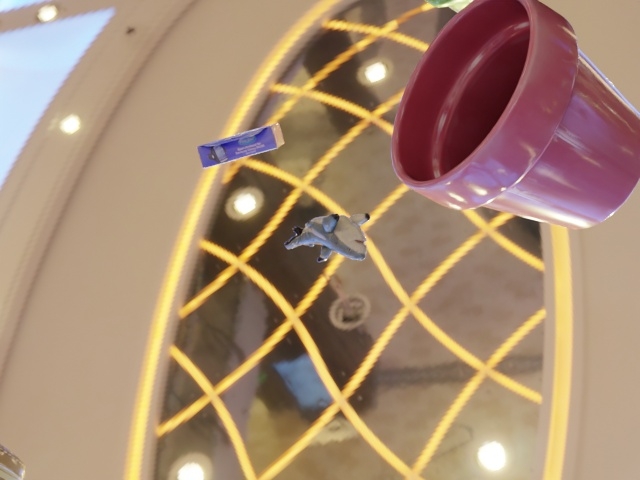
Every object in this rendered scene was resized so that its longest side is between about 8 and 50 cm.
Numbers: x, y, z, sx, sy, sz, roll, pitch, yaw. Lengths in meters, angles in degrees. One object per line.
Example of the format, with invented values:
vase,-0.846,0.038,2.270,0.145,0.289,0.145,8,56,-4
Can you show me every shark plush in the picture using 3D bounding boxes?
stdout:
shark plush,0.000,0.000,1.502,0.161,0.073,0.067,-6,-92,34

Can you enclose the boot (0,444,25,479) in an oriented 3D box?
boot,-0.311,0.103,0.871,0.077,0.213,0.165,-23,-142,35

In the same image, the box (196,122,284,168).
box,-0.083,-0.101,1.117,0.081,0.028,0.136,-15,-171,4

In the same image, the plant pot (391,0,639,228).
plant pot,0.194,-0.102,0.970,0.201,0.180,0.201,-45,-149,37

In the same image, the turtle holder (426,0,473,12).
turtle holder,0.217,-0.379,1.044,0.320,0.227,0.243,-27,-119,16
